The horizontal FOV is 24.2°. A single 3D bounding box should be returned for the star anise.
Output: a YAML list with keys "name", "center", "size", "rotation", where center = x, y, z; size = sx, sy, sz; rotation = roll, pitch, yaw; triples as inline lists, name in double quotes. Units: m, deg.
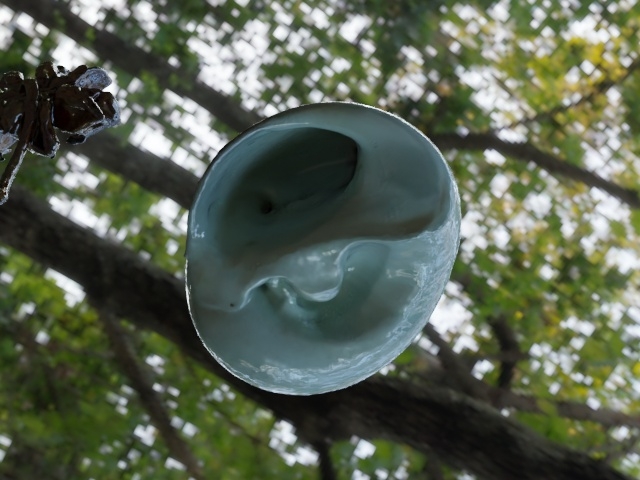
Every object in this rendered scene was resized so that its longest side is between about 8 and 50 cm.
- name: "star anise"
  center: [-0.265, -0.115, 1.434]
  size: [0.177, 0.073, 0.234]
  rotation: [-24, -143, -19]

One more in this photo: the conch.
- name: "conch"
  center: [-0.002, -0.002, 0.973]
  size: [0.221, 0.185, 0.121]
  rotation: [-53, -148, 26]
